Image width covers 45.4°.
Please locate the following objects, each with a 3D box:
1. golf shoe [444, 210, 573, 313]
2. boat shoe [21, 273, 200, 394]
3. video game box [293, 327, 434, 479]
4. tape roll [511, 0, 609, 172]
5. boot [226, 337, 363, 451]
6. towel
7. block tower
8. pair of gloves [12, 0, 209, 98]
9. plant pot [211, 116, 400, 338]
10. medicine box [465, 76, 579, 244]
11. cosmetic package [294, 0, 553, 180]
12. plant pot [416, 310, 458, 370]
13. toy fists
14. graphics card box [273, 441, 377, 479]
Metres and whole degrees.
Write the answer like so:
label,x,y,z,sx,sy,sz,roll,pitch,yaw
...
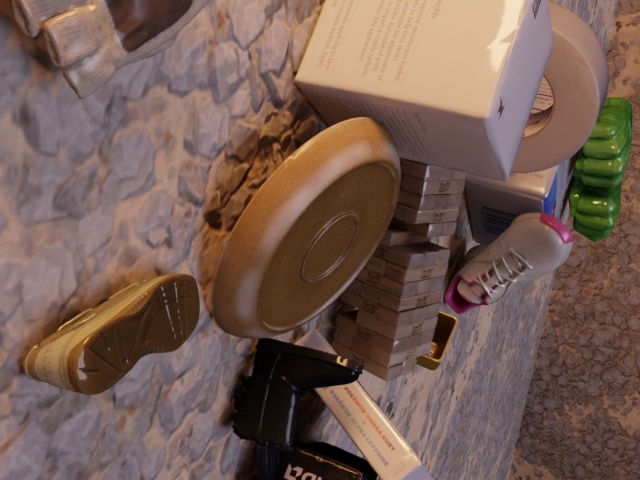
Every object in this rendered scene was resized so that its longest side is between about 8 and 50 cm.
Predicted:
label,x,y,z,sx,sy,sz,roll,pitch,yaw
golf shoe,0.320,0.052,1.327,0.140,0.115,0.306,-44,177,-26
boat shoe,-0.134,0.059,0.522,0.153,0.048,0.056,-41,129,-62
video game box,0.055,0.209,0.863,0.048,0.187,0.205,-36,149,-4
tape roll,0.254,-0.198,0.992,0.072,0.219,0.219,-52,149,-44
boot,-0.025,0.150,0.725,0.045,0.121,0.099,43,59,-62
towel,-0.044,0.198,0.823,0.067,0.029,0.119,-45,143,-50
block tower,0.097,-0.016,0.892,0.091,0.097,0.335,-7,113,-49
pair of gloves,-0.109,-0.211,0.394,0.204,0.042,0.240,-55,149,-30
plant pot,0.000,0.000,0.692,0.236,0.032,0.236,-40,152,-26
medicine box,0.386,-0.154,1.407,0.289,0.149,0.263,-65,156,-17
cosmetic package,0.103,-0.166,0.717,0.151,0.183,0.151,-69,156,-9
plant pot,0.161,0.158,1.201,0.083,0.081,0.081,87,28,-59
toy fists,0.515,-0.122,1.414,0.279,0.096,0.142,81,24,-44
graphics card box,-0.043,0.412,0.843,0.233,0.094,0.371,54,57,-73
